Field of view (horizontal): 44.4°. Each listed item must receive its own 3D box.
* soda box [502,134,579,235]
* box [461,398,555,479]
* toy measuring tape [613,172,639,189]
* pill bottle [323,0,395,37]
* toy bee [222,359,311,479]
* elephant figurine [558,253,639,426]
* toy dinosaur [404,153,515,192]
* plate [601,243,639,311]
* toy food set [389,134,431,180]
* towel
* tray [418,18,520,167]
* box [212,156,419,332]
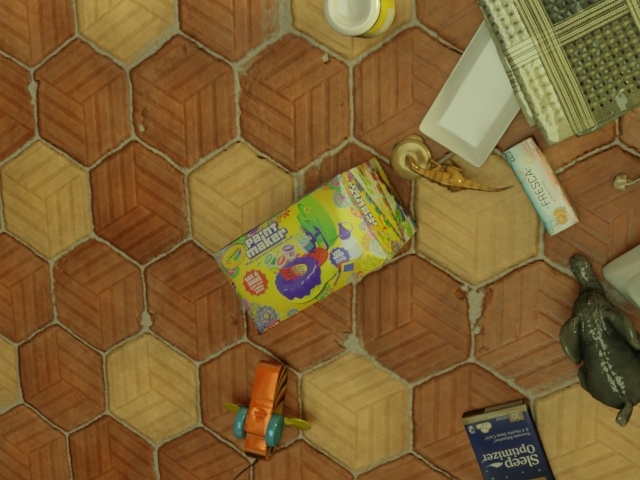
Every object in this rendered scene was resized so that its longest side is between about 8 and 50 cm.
[{"bbox_3d":[0.412,-0.103,1.460,0.063,0.058,0.183,-29,91,22],"label":"soda box"},{"bbox_3d":[0.392,0.446,1.603,0.136,0.036,0.225,-19,97,21],"label":"box"},{"bbox_3d":[0.641,-0.203,1.341,0.330,0.121,0.121,-28,93,31],"label":"toy measuring tape"},{"bbox_3d":[0.078,-0.422,1.428,0.103,0.184,0.103,4,103,17],"label":"pill bottle"},{"bbox_3d":[-0.136,0.414,1.723,0.195,0.162,0.298,32,85,17],"label":"toy bee"},{"bbox_3d":[0.506,0.172,1.422,0.169,0.186,0.239,-33,105,-13],"label":"elephant figurine"},{"bbox_3d":[0.258,-0.110,1.479,0.211,0.112,0.064,16,106,13],"label":"toy dinosaur"},{"bbox_3d":[0.666,0.101,1.358,0.277,0.045,0.278,45,144,4],"label":"plate"},{"bbox_3d":[0.178,-0.160,1.543,0.082,0.020,0.083,-33,91,22],"label":"toy food set"},{"bbox_3d":[0.469,-0.364,1.372,0.312,0.056,0.324,-25,92,9],"label":"towel"},{"bbox_3d":[0.313,-0.286,1.466,0.145,0.030,0.270,34,110,7],"label":"tray"},{"bbox_3d":[0.000,0.000,1.499,0.289,0.279,0.177,-31,91,22],"label":"box"}]
